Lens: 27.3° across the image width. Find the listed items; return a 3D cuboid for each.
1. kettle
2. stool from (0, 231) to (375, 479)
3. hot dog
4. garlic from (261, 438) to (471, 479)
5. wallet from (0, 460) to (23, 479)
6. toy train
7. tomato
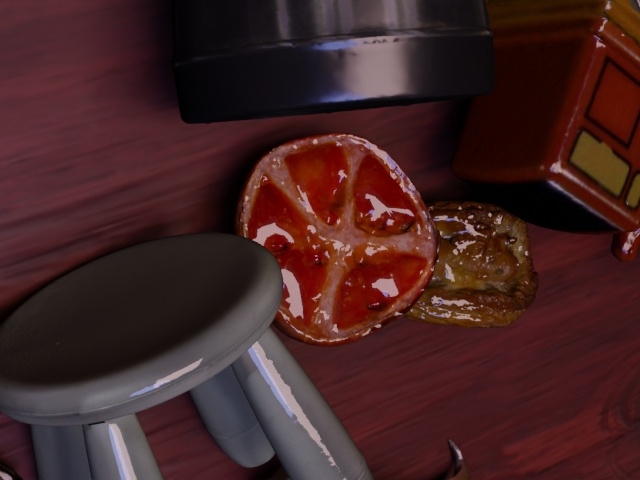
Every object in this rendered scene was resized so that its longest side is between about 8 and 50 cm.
[{"bbox_3d":[0.017,-0.219,0.849,0.250,0.207,0.271,-9,95,-23],"label":"kettle"},{"bbox_3d":[-0.093,0.121,0.849,0.195,0.195,0.199,-31,119,-23],"label":"stool"},{"bbox_3d":[0.114,0.020,1.024,0.147,0.065,0.099,6,79,-30],"label":"hot dog"},{"bbox_3d":[0.043,0.236,1.004,0.206,0.128,0.115,8,122,-43],"label":"garlic"},{"bbox_3d":[-0.299,0.214,0.824,0.124,0.042,0.230,44,78,-32],"label":"wallet"},{"bbox_3d":[0.245,-0.100,1.016,0.369,0.163,0.232,29,79,-32],"label":"toy train"},{"bbox_3d":[0.000,0.000,0.946,0.155,0.069,0.156,5,78,-24],"label":"tomato"}]
